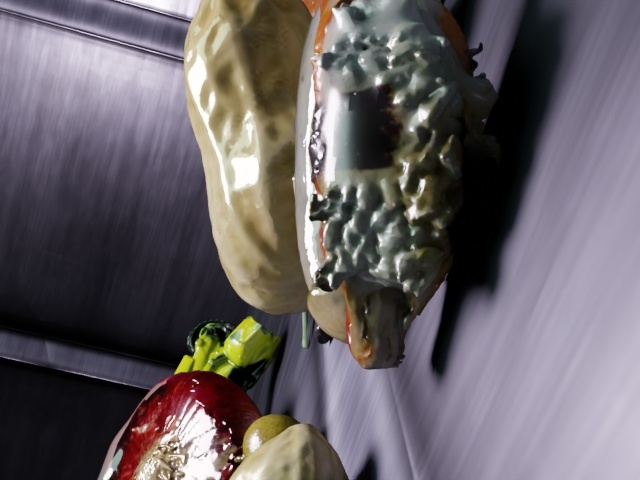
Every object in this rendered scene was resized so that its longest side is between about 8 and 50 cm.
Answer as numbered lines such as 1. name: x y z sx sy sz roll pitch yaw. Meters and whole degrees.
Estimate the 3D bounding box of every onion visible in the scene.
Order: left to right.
1. onion: -0.151 0.303 0.902 0.272 0.195 0.272 -26 50 35

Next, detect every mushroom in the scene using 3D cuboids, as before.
1. mushroom: 0.029 -0.059 0.531 0.118 0.103 0.270 158 119 -73

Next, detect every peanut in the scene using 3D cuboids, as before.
1. peanut: -0.036 0.223 0.479 0.098 0.090 0.214 -44 -31 -80
2. peanut: -0.040 -0.089 0.652 0.152 0.152 0.313 153 107 -81

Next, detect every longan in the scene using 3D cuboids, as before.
1. longan: -0.043 0.193 0.645 0.075 0.083 0.075 25 -119 -60

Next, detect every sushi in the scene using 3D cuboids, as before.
1. sushi: 0.042 -0.043 0.376 0.103 0.097 0.226 -95 5 -87

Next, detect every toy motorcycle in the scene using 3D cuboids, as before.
1. toy motorcycle: -0.162 0.263 1.097 0.342 0.206 0.142 -63 -1 -41

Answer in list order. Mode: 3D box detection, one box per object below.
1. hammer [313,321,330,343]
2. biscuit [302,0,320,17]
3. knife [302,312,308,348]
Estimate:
1. hammer: 0.000 0.000 0.796 0.103 0.029 0.246 64 -160 -46
2. biscuit: 0.046 -0.228 0.708 0.277 0.052 0.262 1 82 64
3. knife: -0.019 0.029 0.868 0.030 0.014 0.207 -83 -8 -81
